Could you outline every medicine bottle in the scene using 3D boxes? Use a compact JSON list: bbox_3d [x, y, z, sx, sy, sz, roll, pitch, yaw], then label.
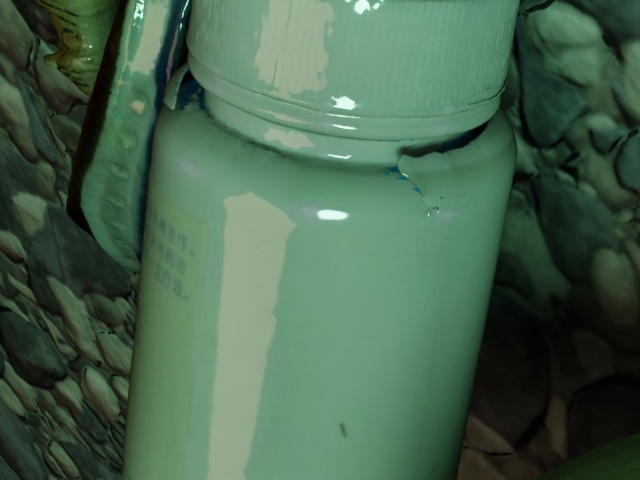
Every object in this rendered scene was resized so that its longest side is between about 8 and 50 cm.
[{"bbox_3d":[0.000,0.000,0.689,0.143,0.143,0.258,28,122,37],"label":"medicine bottle"}]

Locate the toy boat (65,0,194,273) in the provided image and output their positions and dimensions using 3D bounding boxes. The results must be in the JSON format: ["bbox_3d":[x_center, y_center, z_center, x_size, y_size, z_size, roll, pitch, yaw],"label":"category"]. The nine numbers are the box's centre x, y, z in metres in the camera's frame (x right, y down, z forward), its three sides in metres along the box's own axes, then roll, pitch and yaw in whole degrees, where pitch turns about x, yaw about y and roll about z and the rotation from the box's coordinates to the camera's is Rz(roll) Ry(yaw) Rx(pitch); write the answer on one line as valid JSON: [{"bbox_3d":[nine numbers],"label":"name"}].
[{"bbox_3d":[-0.048,-0.051,0.815,0.115,0.114,0.262,20,146,-4],"label":"toy boat"}]

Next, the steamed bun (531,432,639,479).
[{"bbox_3d":[0.199,0.246,0.549,0.456,0.290,0.371,-124,12,-74],"label":"steamed bun"}]

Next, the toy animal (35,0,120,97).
[{"bbox_3d":[-0.130,-0.166,0.850,0.099,0.057,0.241,12,131,50],"label":"toy animal"}]
